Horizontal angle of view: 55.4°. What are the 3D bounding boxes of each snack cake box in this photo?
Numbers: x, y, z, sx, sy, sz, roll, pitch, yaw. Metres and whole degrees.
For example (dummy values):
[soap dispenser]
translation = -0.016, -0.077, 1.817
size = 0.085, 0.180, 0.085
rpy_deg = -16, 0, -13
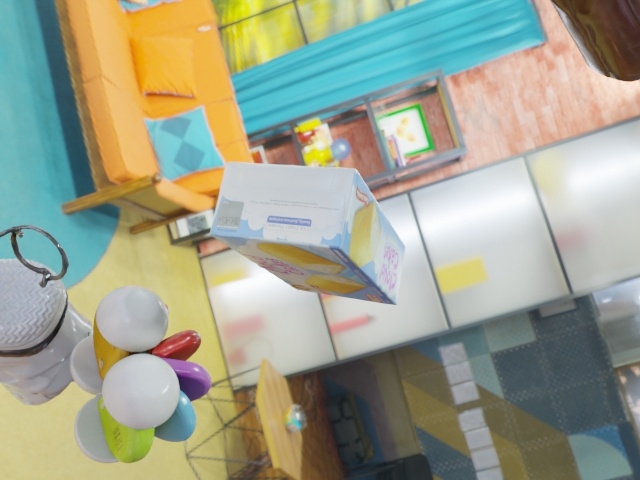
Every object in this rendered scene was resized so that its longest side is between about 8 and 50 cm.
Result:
[snack cake box]
translation = 0.000, 0.000, 0.736
size = 0.264, 0.152, 0.089
rpy_deg = 43, 55, -64

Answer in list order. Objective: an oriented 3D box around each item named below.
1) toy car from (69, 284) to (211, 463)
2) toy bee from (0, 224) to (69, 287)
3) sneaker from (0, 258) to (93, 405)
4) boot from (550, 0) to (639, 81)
[toy car]
translation = -0.188, 0.147, 0.667
size = 0.136, 0.159, 0.182
rpy_deg = 8, 50, -36
[toy bee]
translation = -0.406, 0.018, 0.534
size = 0.195, 0.298, 0.162
rpy_deg = 63, 38, -27
[sneaker]
translation = -0.453, 0.125, 0.776
size = 0.210, 0.365, 0.138
rpy_deg = 71, 21, -53
[boot]
translation = 0.111, -0.125, 0.297
size = 0.114, 0.037, 0.106
rpy_deg = 38, 9, -28
